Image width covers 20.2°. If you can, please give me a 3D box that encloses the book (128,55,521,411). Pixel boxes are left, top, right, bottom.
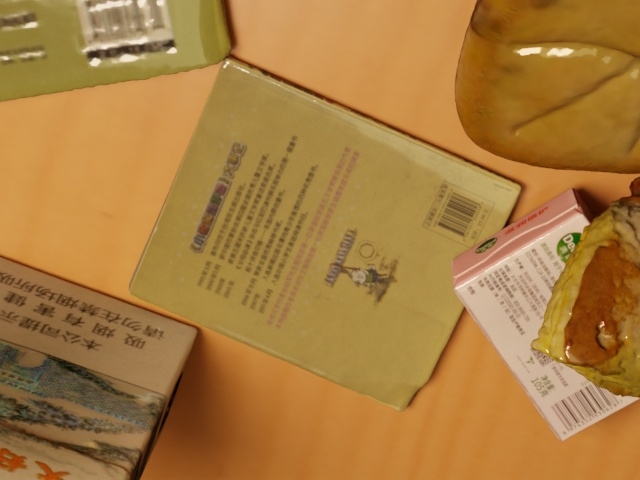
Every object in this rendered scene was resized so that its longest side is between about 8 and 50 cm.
[{"bbox_3d":[0.000,0.000,1.080,0.192,0.013,0.168,24,113,-2],"label":"book"}]

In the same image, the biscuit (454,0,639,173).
[{"bbox_3d":[0.179,-0.101,0.955,0.203,0.041,0.260,33,139,-32],"label":"biscuit"}]

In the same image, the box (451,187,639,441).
[{"bbox_3d":[0.145,0.044,1.054,0.089,0.043,0.125,-30,109,13],"label":"box"}]

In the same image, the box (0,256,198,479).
[{"bbox_3d":[-0.179,0.103,1.014,0.164,0.256,0.069,20,114,0],"label":"box"}]

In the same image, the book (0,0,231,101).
[{"bbox_3d":[-0.193,-0.249,0.997,0.239,0.035,0.352,-6,110,8],"label":"book"}]

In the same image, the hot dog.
[{"bbox_3d":[0.222,0.019,0.991,0.262,0.093,0.123,-11,85,-20],"label":"hot dog"}]
